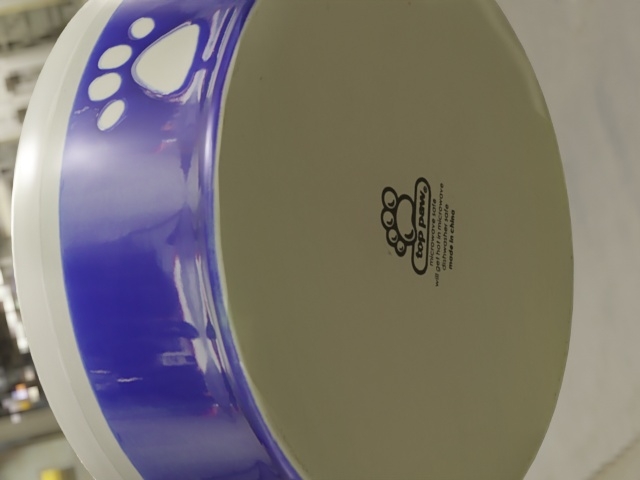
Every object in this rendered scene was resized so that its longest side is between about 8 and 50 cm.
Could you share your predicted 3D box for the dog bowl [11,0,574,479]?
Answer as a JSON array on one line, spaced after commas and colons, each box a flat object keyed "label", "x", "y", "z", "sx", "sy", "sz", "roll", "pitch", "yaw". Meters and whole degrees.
[{"label": "dog bowl", "x": 0.000, "y": 0.000, "z": 0.760, "sx": 0.265, "sy": 0.104, "sz": 0.265, "roll": 12, "pitch": -105, "yaw": -52}]
